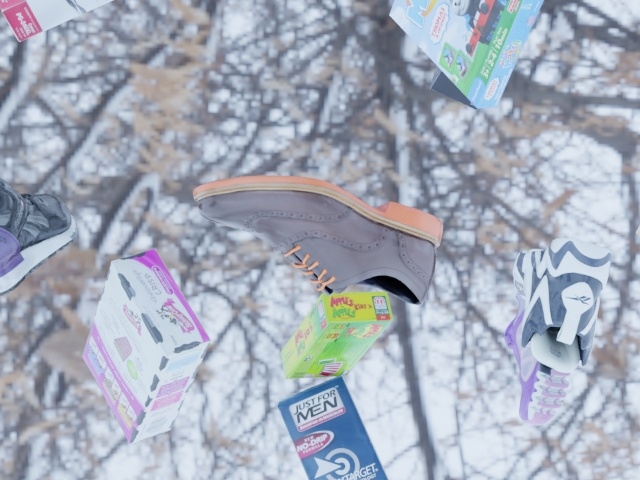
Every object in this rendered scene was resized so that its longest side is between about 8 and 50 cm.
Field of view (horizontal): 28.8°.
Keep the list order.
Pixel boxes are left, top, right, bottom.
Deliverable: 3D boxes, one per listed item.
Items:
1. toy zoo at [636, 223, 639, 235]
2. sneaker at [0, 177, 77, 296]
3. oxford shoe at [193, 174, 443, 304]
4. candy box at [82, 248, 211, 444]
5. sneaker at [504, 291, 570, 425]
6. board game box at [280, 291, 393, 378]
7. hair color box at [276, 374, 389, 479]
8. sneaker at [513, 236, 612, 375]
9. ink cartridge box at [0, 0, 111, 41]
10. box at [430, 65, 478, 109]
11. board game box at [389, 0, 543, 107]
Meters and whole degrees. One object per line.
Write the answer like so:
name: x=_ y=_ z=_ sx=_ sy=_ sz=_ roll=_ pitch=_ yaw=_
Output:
toy zoo: x=0.511 y=-0.155 z=1.638 sx=0.293 sy=0.030 sz=0.192 roll=-57 pitch=170 yaw=-25
sneaker: x=-0.367 y=-0.032 z=1.463 sx=0.283 sy=0.107 sz=0.124 roll=-73 pitch=151 yaw=-71
oxford shoe: x=0.000 y=0.000 z=1.250 sx=0.097 sy=0.271 sz=0.098 roll=155 pitch=-55 yaw=-65
candy box: x=-0.238 y=0.145 z=1.673 sx=0.159 sy=0.071 sz=0.233 roll=56 pitch=-36 yaw=23
sneaker: x=0.343 y=0.177 z=2.001 sx=0.104 sy=0.095 sz=0.237 roll=4 pitch=-103 yaw=35
board game box: x=0.019 y=0.128 z=1.659 sx=0.181 sy=0.092 sz=0.043 roll=123 pitch=-40 yaw=-54
hair color box: x=0.057 y=0.376 z=1.722 sx=0.174 sy=0.105 sz=0.347 roll=81 pitch=-15 yaw=-70
sneaker: x=0.280 y=0.093 z=1.528 sx=0.235 sy=0.094 sz=0.153 roll=144 pitch=-36 yaw=-74
ink cartridge box: x=-0.332 y=-0.331 z=1.566 sx=0.063 sy=0.150 sz=0.109 roll=71 pitch=-6 yaw=-54
box: x=0.262 y=-0.330 z=2.052 sx=0.156 sy=0.093 sz=0.158 roll=121 pitch=-9 yaw=-50
board game box: x=0.176 y=-0.291 z=1.550 sx=0.211 sy=0.039 sz=0.160 roll=54 pitch=-41 yaw=37
